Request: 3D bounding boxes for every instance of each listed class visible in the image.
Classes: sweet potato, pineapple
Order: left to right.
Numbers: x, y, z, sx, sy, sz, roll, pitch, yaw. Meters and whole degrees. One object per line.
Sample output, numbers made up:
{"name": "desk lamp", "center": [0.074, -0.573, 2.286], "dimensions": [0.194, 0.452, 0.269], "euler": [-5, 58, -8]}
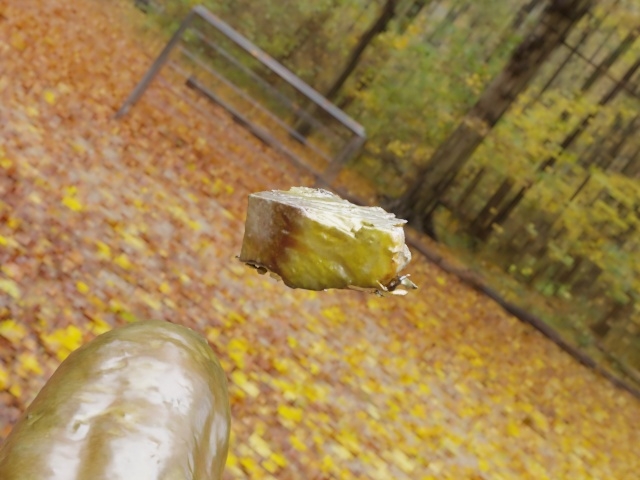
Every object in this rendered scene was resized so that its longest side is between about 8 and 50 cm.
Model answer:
{"name": "sweet potato", "center": [-0.137, 0.157, 0.752], "dimensions": [0.158, 0.158, 0.370], "euler": [35, 34, -20]}
{"name": "pineapple", "center": [0.000, 0.000, 1.234], "dimensions": [0.186, 0.114, 0.236], "euler": [7, 1, -25]}
